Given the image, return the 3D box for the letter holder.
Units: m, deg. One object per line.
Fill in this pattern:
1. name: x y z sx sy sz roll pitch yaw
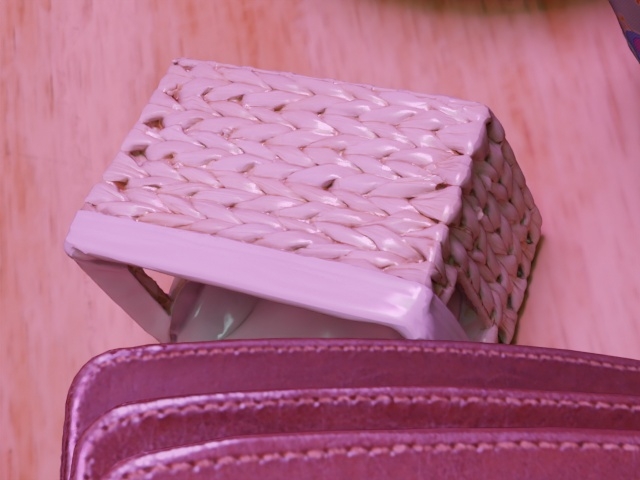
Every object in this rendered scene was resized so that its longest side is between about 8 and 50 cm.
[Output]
1. letter holder: 0.078 0.103 0.399 0.302 0.152 0.214 5 61 -11

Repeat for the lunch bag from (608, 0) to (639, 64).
1. lunch bag: 0.190 -0.057 0.475 0.108 0.224 0.279 -32 52 4

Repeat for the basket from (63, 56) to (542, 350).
1. basket: 0.000 0.000 0.592 0.167 0.113 0.103 13 67 28
